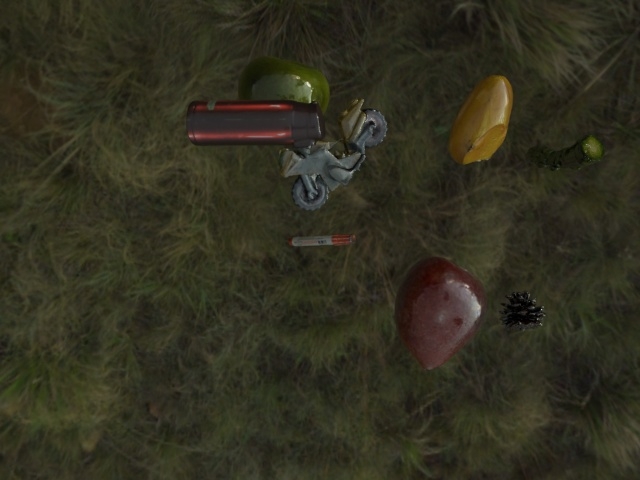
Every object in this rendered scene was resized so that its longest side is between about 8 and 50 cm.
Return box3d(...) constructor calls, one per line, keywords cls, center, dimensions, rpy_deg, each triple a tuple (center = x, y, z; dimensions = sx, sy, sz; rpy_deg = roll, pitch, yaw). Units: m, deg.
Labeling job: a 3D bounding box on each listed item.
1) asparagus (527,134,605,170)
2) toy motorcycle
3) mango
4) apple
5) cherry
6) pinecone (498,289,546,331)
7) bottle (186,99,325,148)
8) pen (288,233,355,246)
box3d(cls="asparagus", center=(0.247, -0.086, 0.574), dimensions=(0.034, 0.236, 0.027), rpy_deg=(39, 101, 3))
box3d(cls="toy motorcycle", center=(0.014, -0.166, 1.025), dimensions=(0.129, 0.094, 0.229), rpy_deg=(42, 93, -17))
box3d(cls="mango", center=(0.434, -0.334, 1.502), dimensions=(0.187, 0.138, 0.257), rpy_deg=(-31, 152, -36))
box3d(cls="apple", center=(-0.078, -0.293, 1.160), dimensions=(0.196, 0.196, 0.157), rpy_deg=(8, 104, -9))
box3d(cls="cherry", center=(0.261, 0.157, 1.288), dimensions=(0.206, 0.239, 0.239), rpy_deg=(46, 120, 15))
box3d(cls="pinecone", center=(0.614, 0.216, 1.718), dimensions=(0.140, 0.121, 0.140), rpy_deg=(-8, 162, -3))
box3d(cls="bottle", center=(-0.076, -0.141, 0.685), dimensions=(0.164, 0.060, 0.060), rpy_deg=(1, 128, 10))
box3d(cls="pen", center=(0.000, 0.000, 1.474), dimensions=(0.239, 0.028, 0.028), rpy_deg=(-2, 139, 47))
